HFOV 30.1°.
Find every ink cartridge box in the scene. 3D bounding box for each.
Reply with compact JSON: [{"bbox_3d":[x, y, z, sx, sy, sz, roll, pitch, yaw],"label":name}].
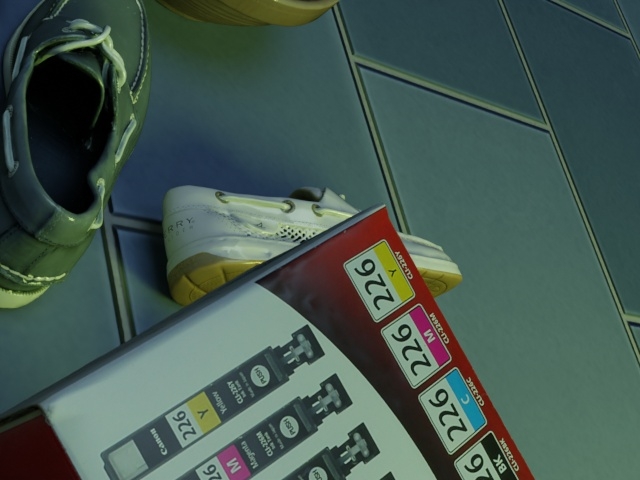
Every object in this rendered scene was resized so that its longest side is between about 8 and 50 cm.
[{"bbox_3d":[-0.020,0.185,0.537,0.271,0.130,0.309,-31,92,-37],"label":"ink cartridge box"}]

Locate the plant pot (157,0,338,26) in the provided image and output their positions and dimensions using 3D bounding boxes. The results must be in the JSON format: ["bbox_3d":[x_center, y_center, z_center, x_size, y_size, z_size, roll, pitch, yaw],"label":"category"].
[{"bbox_3d":[-0.094,-0.266,1.025,0.237,0.109,0.237,28,42,-29],"label":"plant pot"}]

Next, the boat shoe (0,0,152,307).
[{"bbox_3d":[-0.163,-0.095,0.819,0.116,0.099,0.319,35,40,-22],"label":"boat shoe"}]

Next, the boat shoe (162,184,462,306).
[{"bbox_3d":[0.000,0.000,0.921,0.277,0.098,0.096,8,56,-42],"label":"boat shoe"}]
